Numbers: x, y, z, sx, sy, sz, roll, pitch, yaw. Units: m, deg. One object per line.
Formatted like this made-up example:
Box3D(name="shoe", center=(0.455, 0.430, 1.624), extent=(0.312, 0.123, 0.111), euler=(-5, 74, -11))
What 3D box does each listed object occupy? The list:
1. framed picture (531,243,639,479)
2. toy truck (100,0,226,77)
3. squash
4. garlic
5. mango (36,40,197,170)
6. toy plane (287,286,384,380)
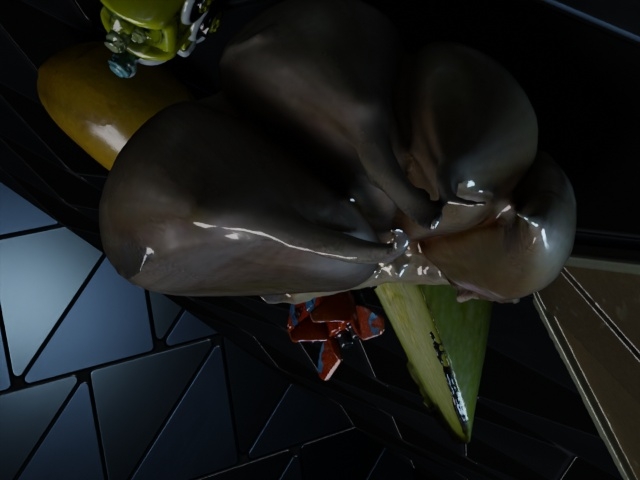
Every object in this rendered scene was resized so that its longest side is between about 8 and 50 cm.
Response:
Box3D(name="framed picture", center=(0.257, 0.127, 0.731), extent=(0.289, 0.020, 0.211), euler=(59, 158, -18))
Box3D(name="toy truck", center=(-0.110, -0.144, 0.667), extent=(0.076, 0.077, 0.111), euler=(32, 168, 2))
Box3D(name="squash", center=(0.060, 0.038, 0.803), extent=(0.204, 0.155, 0.237), euler=(28, 168, 7))
Box3D(name="garlic", center=(0.012, -0.019, 0.581), extent=(0.237, 0.210, 0.292), euler=(35, 177, 15))
Box3D(name="mango", center=(-0.179, -0.118, 0.905), extent=(0.195, 0.098, 0.137), euler=(31, 173, 41))
Box3D(name="toy plane", center=(0.003, 0.001, 0.774), extent=(0.061, 0.189, 0.130), euler=(10, 144, -27))
